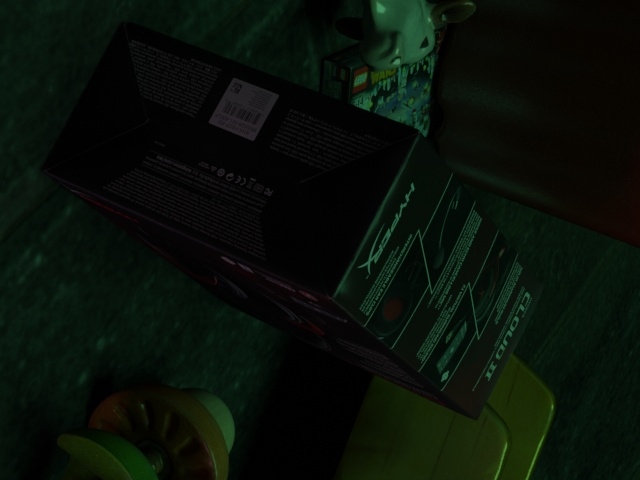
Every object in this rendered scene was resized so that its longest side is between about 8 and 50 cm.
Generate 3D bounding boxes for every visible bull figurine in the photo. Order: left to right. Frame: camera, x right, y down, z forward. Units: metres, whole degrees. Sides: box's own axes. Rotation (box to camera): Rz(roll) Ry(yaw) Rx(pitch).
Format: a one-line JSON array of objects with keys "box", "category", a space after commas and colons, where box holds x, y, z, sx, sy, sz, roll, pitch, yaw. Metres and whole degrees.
[{"box": [0.076, -0.269, 1.081, 0.310, 0.101, 0.188, -61, 149, -11], "category": "bull figurine"}]

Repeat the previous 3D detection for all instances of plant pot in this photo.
[{"box": [0.249, -0.115, 1.283, 0.272, 0.265, 0.272, -50, 149, -46], "category": "plant pot"}]

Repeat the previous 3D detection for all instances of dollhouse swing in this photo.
[{"box": [0.183, 0.243, 1.323, 0.315, 0.305, 0.347, -69, 165, 3], "category": "dollhouse swing"}]

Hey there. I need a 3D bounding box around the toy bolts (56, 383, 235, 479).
[{"box": [-0.092, 0.227, 1.061, 0.158, 0.218, 0.228, -29, 151, -57], "category": "toy bolts"}]

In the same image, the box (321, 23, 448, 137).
[{"box": [0.048, -0.109, 1.218, 0.137, 0.027, 0.094, -31, 133, -48], "category": "box"}]

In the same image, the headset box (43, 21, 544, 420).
[{"box": [0.000, 0.000, 1.016, 0.110, 0.218, 0.293, -62, 151, -8], "category": "headset box"}]
